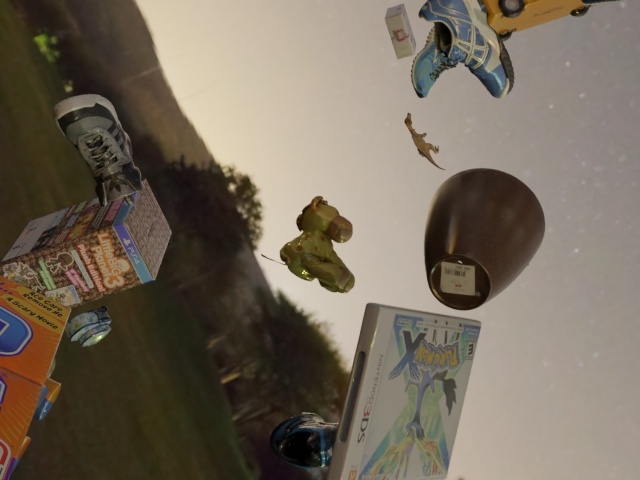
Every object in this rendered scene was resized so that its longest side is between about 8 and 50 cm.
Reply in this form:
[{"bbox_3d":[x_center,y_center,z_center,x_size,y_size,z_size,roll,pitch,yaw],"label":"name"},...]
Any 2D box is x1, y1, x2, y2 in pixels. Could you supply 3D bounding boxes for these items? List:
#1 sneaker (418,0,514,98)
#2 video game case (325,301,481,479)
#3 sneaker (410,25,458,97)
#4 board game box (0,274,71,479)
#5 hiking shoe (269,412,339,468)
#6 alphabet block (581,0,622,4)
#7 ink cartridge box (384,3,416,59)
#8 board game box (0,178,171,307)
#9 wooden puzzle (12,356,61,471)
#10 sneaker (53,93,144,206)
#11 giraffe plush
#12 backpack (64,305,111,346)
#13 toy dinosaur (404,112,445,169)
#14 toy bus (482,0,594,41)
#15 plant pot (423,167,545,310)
[{"bbox_3d":[0.213,-0.286,1.254,0.211,0.081,0.080,51,-2,-31],"label":"sneaker"},{"bbox_3d":[0.151,0.267,1.454,0.036,0.300,0.329,13,0,40],"label":"video game case"},{"bbox_3d":[0.231,-0.352,1.685,0.073,0.162,0.063,18,-14,28],"label":"sneaker"},{"bbox_3d":[-0.565,0.223,1.013,0.356,0.356,0.356,29,22,-17],"label":"board game box"},{"bbox_3d":[-0.045,0.435,1.871,0.304,0.132,0.113,-19,-108,55],"label":"hiking shoe"},{"bbox_3d":[0.548,-0.514,1.438,0.192,0.197,0.193,-102,178,-75],"label":"alphabet block"},{"bbox_3d":[0.217,-0.566,2.320,0.088,0.052,0.122,-75,148,-57],"label":"ink cartridge box"},{"bbox_3d":[-0.490,0.017,1.813,0.232,0.291,0.141,-90,160,-64],"label":"board game box"},{"bbox_3d":[-0.643,0.378,1.813,0.080,0.348,0.322,23,-19,-3],"label":"wooden puzzle"},{"bbox_3d":[-0.391,-0.154,1.559,0.268,0.101,0.153,71,-4,-73],"label":"sneaker"},{"bbox_3d":[0.000,0.000,1.867,0.210,0.171,0.181,26,-9,-12],"label":"giraffe plush"},{"bbox_3d":[-0.652,0.245,2.406,0.114,0.105,0.084,-3,58,-59],"label":"backpack"},{"bbox_3d":[0.257,-0.230,2.140,0.183,0.053,0.092,60,21,17],"label":"toy dinosaur"},{"bbox_3d":[0.466,-0.522,1.759,0.108,0.332,0.130,95,-25,-73],"label":"toy bus"},{"bbox_3d":[0.265,0.016,1.491,0.230,0.215,0.215,-51,125,-55],"label":"plant pot"}]
